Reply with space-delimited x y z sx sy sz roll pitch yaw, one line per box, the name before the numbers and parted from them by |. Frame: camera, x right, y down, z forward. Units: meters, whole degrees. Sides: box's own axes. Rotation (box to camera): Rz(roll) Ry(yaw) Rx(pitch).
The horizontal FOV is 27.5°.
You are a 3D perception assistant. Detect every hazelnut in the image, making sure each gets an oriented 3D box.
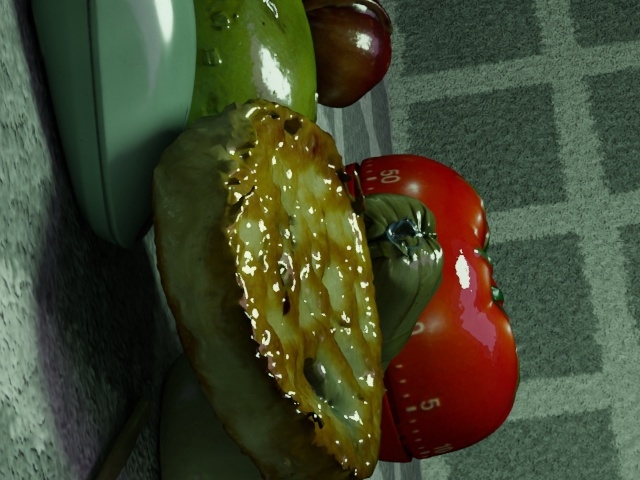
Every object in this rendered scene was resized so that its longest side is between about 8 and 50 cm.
hazelnut | 0.010 -0.288 1.867 0.178 0.178 0.204 71 8 -51

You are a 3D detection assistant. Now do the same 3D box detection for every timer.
timer | 0.093 0.084 1.619 0.378 0.279 0.378 -11 90 -81

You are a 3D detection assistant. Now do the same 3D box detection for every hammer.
hammer | -0.141 0.158 0.878 0.199 0.013 0.062 -70 151 -71

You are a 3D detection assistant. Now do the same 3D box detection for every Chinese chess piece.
Chinese chess piece | -0.056 0.200 1.099 0.250 0.101 0.250 -8 90 -82

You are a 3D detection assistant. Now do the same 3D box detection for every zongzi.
zongzi | 0.000 0.000 1.249 0.251 0.125 0.274 -61 -137 41

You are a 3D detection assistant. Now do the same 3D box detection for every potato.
potato | -0.080 -0.147 1.121 0.186 0.148 0.253 -38 119 -83

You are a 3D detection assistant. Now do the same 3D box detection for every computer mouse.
computer mouse | -0.135 -0.142 0.932 0.159 0.097 0.288 -73 153 -76

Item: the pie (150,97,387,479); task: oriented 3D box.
pie | -0.027 0.043 0.969 0.315 0.092 0.315 -15 90 -72
